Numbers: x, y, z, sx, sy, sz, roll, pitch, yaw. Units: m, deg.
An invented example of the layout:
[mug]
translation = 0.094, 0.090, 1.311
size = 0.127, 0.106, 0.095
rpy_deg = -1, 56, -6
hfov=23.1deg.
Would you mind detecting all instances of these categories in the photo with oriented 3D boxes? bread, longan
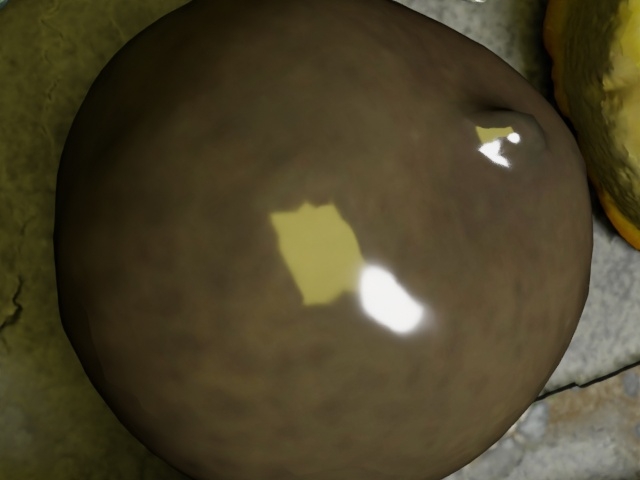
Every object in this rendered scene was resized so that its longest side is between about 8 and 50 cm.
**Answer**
[bread]
translation = 0.277, -0.109, 0.987
size = 0.270, 0.148, 0.269
rpy_deg = -1, 95, -11
[longan]
translation = 0.001, 0.002, 0.854
size = 0.297, 0.297, 0.297
rpy_deg = 0, 92, -14

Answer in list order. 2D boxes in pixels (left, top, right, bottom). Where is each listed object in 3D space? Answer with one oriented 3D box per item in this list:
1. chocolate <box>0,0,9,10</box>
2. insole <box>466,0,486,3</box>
[chocolate]
translation = -0.236, -0.142, 0.884
size = 0.110, 0.110, 0.291
rpy_deg = 40, 85, -12
[insole]
translation = 0.133, -0.241, 1.015
size = 0.063, 0.010, 0.192
rpy_deg = 32, 83, -14
